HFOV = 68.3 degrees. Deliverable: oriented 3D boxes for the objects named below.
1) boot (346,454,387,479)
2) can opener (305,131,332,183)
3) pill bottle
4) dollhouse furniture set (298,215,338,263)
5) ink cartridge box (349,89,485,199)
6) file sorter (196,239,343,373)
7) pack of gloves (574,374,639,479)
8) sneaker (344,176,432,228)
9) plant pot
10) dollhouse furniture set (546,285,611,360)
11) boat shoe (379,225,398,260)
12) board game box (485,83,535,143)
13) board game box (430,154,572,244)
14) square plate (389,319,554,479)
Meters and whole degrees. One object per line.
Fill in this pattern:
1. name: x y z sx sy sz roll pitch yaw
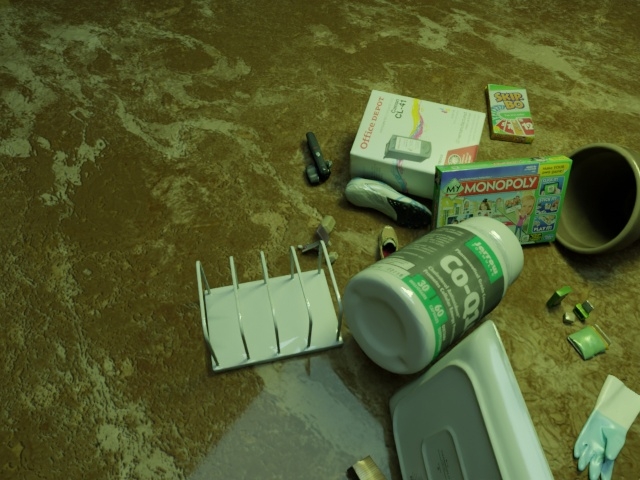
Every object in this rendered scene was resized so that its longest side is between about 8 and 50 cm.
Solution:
1. boot: 0.049 0.482 0.799 0.197 0.073 0.152 -25 63 -16
2. can opener: -0.013 -0.239 1.316 0.073 0.059 0.186 -8 56 -7
3. pill bottle: 0.234 0.088 0.931 0.361 0.204 0.204 -26 59 -36
4. dollhouse furniture set: 0.000 0.000 1.178 0.081 0.091 0.114 -24 20 29
5. ink cartridge box: 0.251 -0.246 1.243 0.306 0.131 0.226 16 68 10
6. file sorter: -0.103 0.128 0.982 0.277 0.173 0.193 -10 56 -10
7. pack of gloves: 0.611 0.397 0.898 0.195 0.046 0.232 35 60 21
8. sneaker: 0.180 -0.105 1.216 0.237 0.085 0.086 24 49 10
9. plant pot: 0.730 -0.095 1.153 0.229 0.263 0.263 2 52 -22
10. dollhouse furniture set: 0.576 0.178 1.043 0.076 0.058 0.152 -19 57 -15
11. boat shoe: 0.169 0.014 1.151 0.050 0.045 0.135 3 54 0
12. board game box: 0.590 -0.408 1.480 0.124 0.039 0.259 8 52 2
13. board game box: 0.426 -0.086 1.135 0.317 0.214 0.046 -6 29 -6
14. square plate: 0.209 0.353 0.730 0.049 0.344 0.347 6 52 -20
